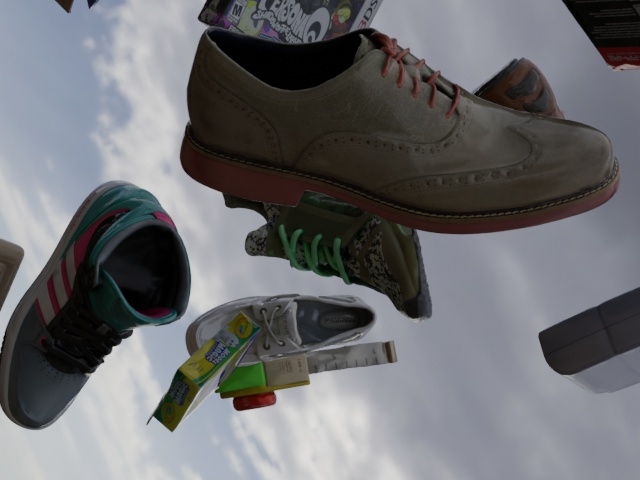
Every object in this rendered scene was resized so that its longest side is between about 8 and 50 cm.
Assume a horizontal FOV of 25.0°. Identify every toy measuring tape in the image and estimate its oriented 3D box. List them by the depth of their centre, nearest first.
[{"bbox_3d":[-0.050,0.199,2.256,0.121,0.330,0.121,172,-90,-72],"label":"toy measuring tape"}]

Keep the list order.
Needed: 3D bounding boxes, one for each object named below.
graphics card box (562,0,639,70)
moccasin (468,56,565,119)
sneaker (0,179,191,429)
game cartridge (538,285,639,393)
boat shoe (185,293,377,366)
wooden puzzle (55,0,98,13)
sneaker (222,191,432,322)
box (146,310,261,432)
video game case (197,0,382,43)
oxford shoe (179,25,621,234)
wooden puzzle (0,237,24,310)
[{"bbox_3d":[0.327,-0.341,1.552,0.371,0.094,0.233,45,-23,-31],"label":"graphics card box"},{"bbox_3d":[0.247,-0.151,2.116,0.147,0.139,0.380,50,-25,-3],"label":"moccasin"},{"bbox_3d":[-0.233,0.082,1.544,0.124,0.295,0.178,27,-5,-30],"label":"sneaker"},{"bbox_3d":[0.348,0.061,1.279,0.196,0.294,0.060,35,35,-63],"label":"game cartridge"},{"bbox_3d":[-0.053,0.119,2.062,0.096,0.277,0.098,155,-76,-75],"label":"boat shoe"},{"bbox_3d":[-0.218,-0.228,1.167,0.116,0.014,0.078,49,-34,4],"label":"wooden puzzle"},{"bbox_3d":[0.000,0.000,1.859,0.410,0.182,0.158,46,-20,48],"label":"sneaker"},{"bbox_3d":[-0.154,0.176,1.885,0.043,0.179,0.105,40,-49,9],"label":"box"},{"bbox_3d":[-0.020,-0.297,1.719,0.042,0.210,0.232,23,-7,40],"label":"video game case"},{"bbox_3d":[0.064,-0.092,1.114,0.123,0.348,0.130,-85,179,-57],"label":"oxford shoe"},{"bbox_3d":[-0.474,0.074,1.607,0.221,0.238,0.044,21,-24,-4],"label":"wooden puzzle"}]
